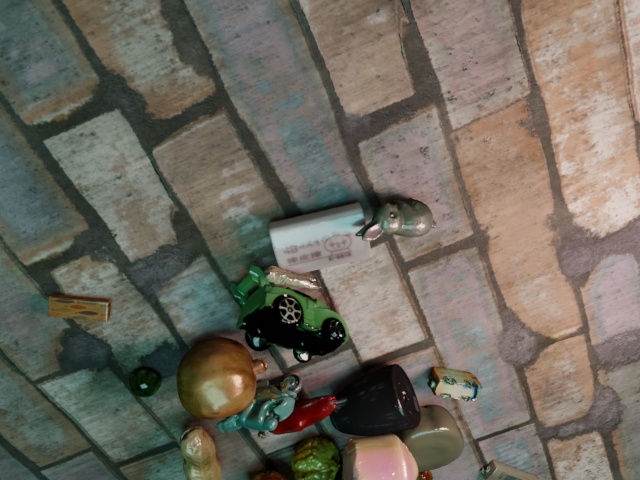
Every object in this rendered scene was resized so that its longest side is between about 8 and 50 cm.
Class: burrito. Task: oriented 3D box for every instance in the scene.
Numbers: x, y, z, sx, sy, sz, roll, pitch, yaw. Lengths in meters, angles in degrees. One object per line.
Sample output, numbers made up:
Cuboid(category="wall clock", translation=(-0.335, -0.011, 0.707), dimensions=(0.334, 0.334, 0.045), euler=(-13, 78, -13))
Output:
Cuboid(category="burrito", translation=(-0.077, 0.112, 1.383), dimensions=(0.188, 0.058, 0.045), euler=(15, 110, -30))

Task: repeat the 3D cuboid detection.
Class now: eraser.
Cuboid(category="eraser", translation=(0.000, 0.000, 1.391), dimensions=(0.270, 0.094, 0.174), euler=(-12, 123, 2))

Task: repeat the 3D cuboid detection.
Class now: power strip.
Cuboid(category="power strip", translation=(0.782, 0.967, 1.965), dimensions=(0.286, 0.048, 0.080), euler=(24, 112, -17))

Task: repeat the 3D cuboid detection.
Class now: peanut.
Cuboid(category="peanut", translation=(-0.428, 0.767, 1.709), dimensions=(0.130, 0.130, 0.290), euler=(-6, 116, -2))

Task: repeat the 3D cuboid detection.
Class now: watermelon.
Cuboid(category="watermelon", translation=(-0.580, 0.475, 1.586), dimensions=(0.106, 0.062, 0.105), euler=(0, 116, 0))

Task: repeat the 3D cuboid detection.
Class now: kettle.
Cuboid(category="kettle", translation=(0.179, 0.577, 1.642), dimensions=(0.290, 0.207, 0.268), euler=(-27, 130, 19))

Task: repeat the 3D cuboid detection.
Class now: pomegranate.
Cuboid(category="pomegranate", translation=(-0.297, 0.418, 1.485), dimensions=(0.271, 0.252, 0.228), euler=(-11, 96, 2))

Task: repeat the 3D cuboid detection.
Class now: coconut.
Cuboid(category="coconut", translation=(0.203, 0.769, 1.611), dimensions=(0.245, 0.233, 0.233), euler=(2, 116, -12))

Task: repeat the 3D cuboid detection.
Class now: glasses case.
Cuboid(category="glasses case", translation=(-0.721, 0.200, 1.452), dimensions=(0.170, 0.041, 0.064), euler=(7, 104, -8))

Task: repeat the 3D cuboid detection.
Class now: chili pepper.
Cuboid(category="chili pepper", translation=(-0.084, 0.588, 1.628), dimensions=(0.388, 0.110, 0.110), euler=(-28, 118, 34))

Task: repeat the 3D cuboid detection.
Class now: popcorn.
Cuboid(category="popcorn", translation=(-0.017, 0.816, 1.758), dimensions=(0.198, 0.155, 0.197), euler=(-3, 105, -12))

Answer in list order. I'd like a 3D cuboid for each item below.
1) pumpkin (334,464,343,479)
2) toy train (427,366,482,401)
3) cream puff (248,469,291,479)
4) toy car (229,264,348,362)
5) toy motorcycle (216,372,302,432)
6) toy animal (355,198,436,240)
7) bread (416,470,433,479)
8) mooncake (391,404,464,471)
Cuboid(category="pumpkin", translation=(0.180, 0.932, 1.796), dimensions=(0.300, 0.207, 0.300), euler=(-4, 117, -8))
Cuboid(category="toy train", translation=(0.460, 0.495, 1.674), dimensions=(0.188, 0.099, 0.072), euler=(12, 112, -10))
Cuboid(category="cream puff", translation=(-0.173, 0.952, 1.778), dimensions=(0.240, 0.164, 0.240), euler=(24, 143, 20))
Cuboid(category="toy car", translation=(-0.093, 0.229, 1.448), dimensions=(0.359, 0.176, 0.213), euler=(22, 138, -23))
Cuboid(category="toy motorcycle", translation=(-0.196, 0.548, 1.585), dimensions=(0.297, 0.198, 0.109), euler=(-16, 121, 4))
Cuboid(category="toy animal", translation=(0.208, -0.057, 1.326), dimensions=(0.236, 0.138, 0.108), euler=(-8, 117, -44))
Cuboid(category="bread", translation=(0.400, 0.907, 1.878), dimensions=(0.085, 0.085, 0.053), euler=(38, 115, -20))
Cuboid(category="mooncake", translation=(0.384, 0.719, 1.758), dimensions=(0.275, 0.135, 0.274), euler=(-2, 120, -4))
